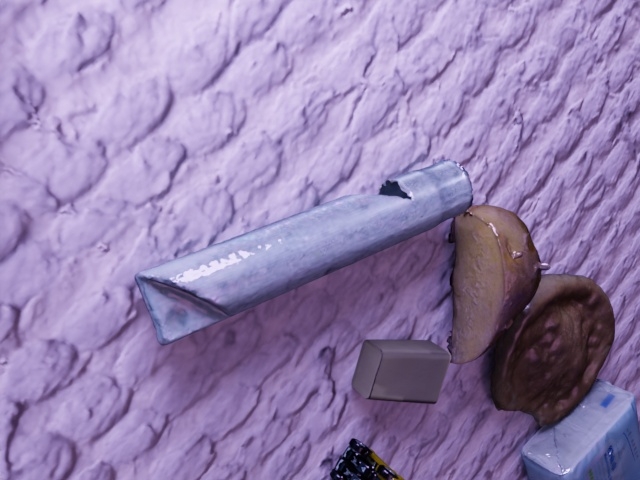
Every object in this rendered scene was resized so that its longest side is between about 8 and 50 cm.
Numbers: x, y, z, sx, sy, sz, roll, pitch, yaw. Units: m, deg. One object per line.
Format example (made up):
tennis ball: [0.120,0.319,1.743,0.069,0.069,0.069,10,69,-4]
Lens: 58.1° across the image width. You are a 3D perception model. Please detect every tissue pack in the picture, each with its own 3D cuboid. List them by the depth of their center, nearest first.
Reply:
tissue pack: [0.401,0.356,0.851,0.177,0.089,0.263,-34,121,-21]

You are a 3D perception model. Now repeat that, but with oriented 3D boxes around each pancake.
pancake: [0.309,0.145,0.753,0.222,0.042,0.236,-47,123,-9]

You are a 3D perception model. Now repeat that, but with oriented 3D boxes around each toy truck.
toy truck: [0.057,0.252,0.600,0.054,0.083,0.049,35,85,-35]

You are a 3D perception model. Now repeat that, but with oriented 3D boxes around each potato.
potato: [0.197,0.049,0.607,0.100,0.089,0.172,0,94,-39]

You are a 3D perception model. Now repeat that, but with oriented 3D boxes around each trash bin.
trash bin: [0.084,0.136,0.608,0.092,0.043,0.061,11,99,-31]

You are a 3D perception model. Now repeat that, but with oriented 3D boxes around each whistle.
whistle: [0.000,0.000,0.497,0.312,0.062,0.062,-22,116,-25]
